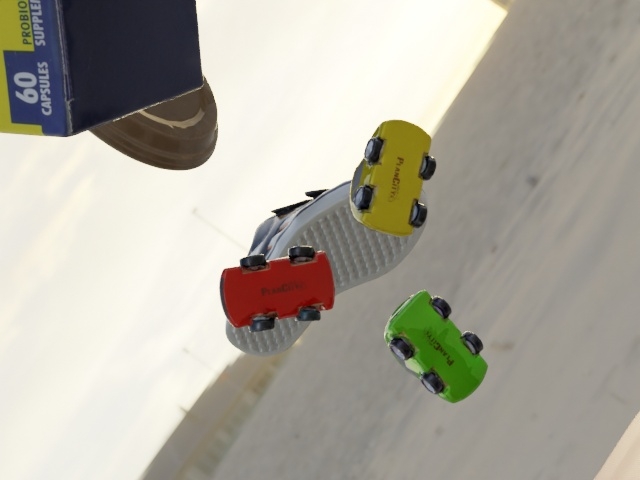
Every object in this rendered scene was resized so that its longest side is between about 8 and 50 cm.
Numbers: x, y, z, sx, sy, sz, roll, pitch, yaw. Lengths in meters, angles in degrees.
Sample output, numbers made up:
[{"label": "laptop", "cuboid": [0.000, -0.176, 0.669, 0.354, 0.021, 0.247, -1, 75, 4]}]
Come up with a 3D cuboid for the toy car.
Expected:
[{"label": "toy car", "cuboid": [0.051, 0.046, 1.112, 0.239, 0.225, 0.053, -44, 12, -19]}]

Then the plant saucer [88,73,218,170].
[{"label": "plant saucer", "cuboid": [-0.229, -0.202, 1.596, 0.041, 0.278, 0.278, -44, -1, 27]}]

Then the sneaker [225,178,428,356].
[{"label": "sneaker", "cuboid": [0.000, 0.000, 1.525, 0.321, 0.126, 0.127, -40, 27, 34]}]

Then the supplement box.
[{"label": "supplement box", "cuboid": [-0.302, -0.209, 1.099, 0.195, 0.356, 0.194, -33, -57, -57]}]

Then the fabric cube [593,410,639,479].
[{"label": "fabric cube", "cuboid": [0.307, 0.234, 0.907, 0.254, 0.259, 0.258, -46, -18, -48]}]
